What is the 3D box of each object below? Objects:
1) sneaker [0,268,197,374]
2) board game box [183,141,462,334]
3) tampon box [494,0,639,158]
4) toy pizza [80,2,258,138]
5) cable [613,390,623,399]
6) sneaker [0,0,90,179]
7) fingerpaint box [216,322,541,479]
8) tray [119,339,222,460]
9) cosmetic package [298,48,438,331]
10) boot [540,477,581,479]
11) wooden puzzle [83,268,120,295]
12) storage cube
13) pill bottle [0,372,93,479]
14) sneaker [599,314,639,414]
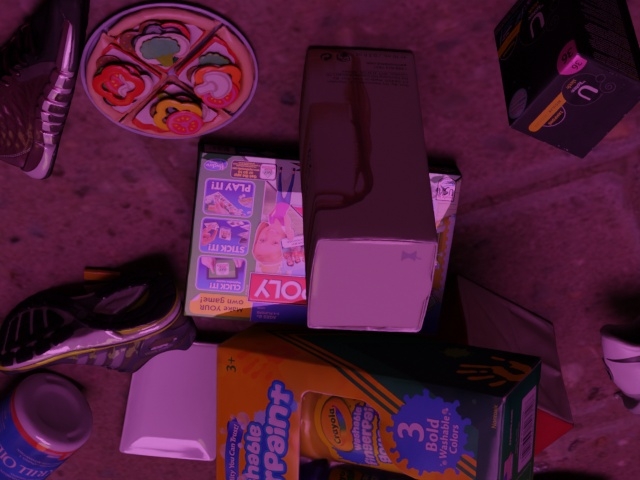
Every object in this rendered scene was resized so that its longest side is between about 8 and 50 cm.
[{"bbox_3d":[-0.296,0.132,1.982,0.300,0.111,0.121,-12,139,23],"label":"sneaker"},{"bbox_3d":[0.000,0.000,1.852,0.317,0.046,0.213,4,109,-7],"label":"board game box"},{"bbox_3d":[0.267,-0.195,1.635,0.101,0.161,0.120,21,131,-23],"label":"tampon box"},{"bbox_3d":[-0.171,-0.183,1.720,0.201,0.032,0.201,-1,137,-1],"label":"toy pizza"},{"bbox_3d":[0.551,0.162,2.126,0.287,0.072,0.139,-2,121,-18],"label":"cable"},{"bbox_3d":[-0.351,-0.182,1.664,0.162,0.106,0.281,13,135,-12],"label":"sneaker"},{"bbox_3d":[0.063,0.345,1.879,0.371,0.163,0.445,9,106,23],"label":"fingerpaint box"},{"bbox_3d":[-0.199,0.219,2.147,0.145,0.030,0.270,6,136,-10],"label":"tray"},{"bbox_3d":[0.046,-0.059,1.669,0.129,0.296,0.153,1,136,-6],"label":"cosmetic package"},{"bbox_3d":[0.312,0.413,2.352,0.305,0.112,0.115,7,106,-4],"label":"boot"},{"bbox_3d":[-0.269,0.075,2.004,0.078,0.014,0.116,-1,137,5],"label":"wooden puzzle"},{"bbox_3d":[0.197,0.196,2.031,0.215,0.183,0.193,27,128,-27],"label":"storage cube"},{"bbox_3d":[-0.428,0.291,2.145,0.124,0.124,0.221,27,130,-27],"label":"pill bottle"},{"bbox_3d":[0.516,0.091,1.967,0.330,0.122,0.146,-30,114,4],"label":"sneaker"}]
